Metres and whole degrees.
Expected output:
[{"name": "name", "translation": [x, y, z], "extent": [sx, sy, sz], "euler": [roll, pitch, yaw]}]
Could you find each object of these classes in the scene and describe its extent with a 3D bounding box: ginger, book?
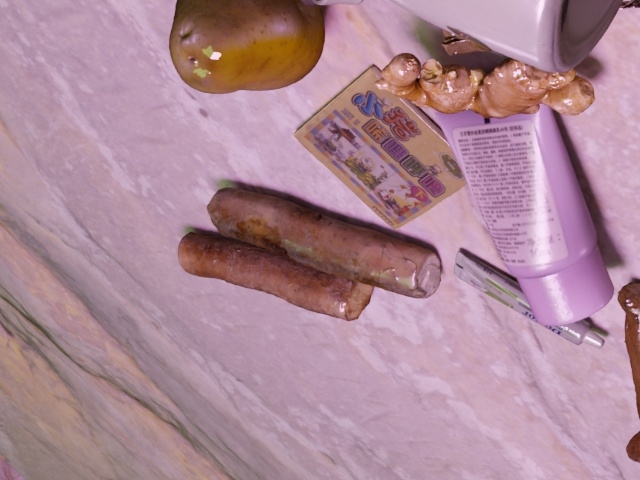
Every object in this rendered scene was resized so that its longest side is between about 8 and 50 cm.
[{"name": "ginger", "translation": [0.153, -0.151, 1.419], "extent": [0.193, 0.052, 0.176], "euler": [15, 174, -7]}, {"name": "book", "translation": [0.072, -0.099, 1.646], "extent": [0.168, 0.013, 0.192], "euler": [43, 148, -8]}]

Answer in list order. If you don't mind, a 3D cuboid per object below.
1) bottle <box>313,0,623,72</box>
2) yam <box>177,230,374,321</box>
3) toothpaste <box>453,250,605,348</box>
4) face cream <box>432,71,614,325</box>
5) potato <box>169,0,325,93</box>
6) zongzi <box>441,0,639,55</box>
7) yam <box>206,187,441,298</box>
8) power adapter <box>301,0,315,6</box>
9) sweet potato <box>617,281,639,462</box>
[{"name": "bottle", "translation": [0.077, -0.289, 1.196], "extent": [0.352, 0.229, 0.229], "euler": [26, 147, 19]}, {"name": "yam", "translation": [-0.067, 0.042, 1.924], "extent": [0.300, 0.066, 0.066], "euler": [15, 142, 34]}, {"name": "toothpaste", "translation": [0.238, 0.072, 1.687], "extent": [0.197, 0.029, 0.048], "euler": [30, 147, 18]}, {"name": "face cream", "translation": [0.212, -0.048, 1.516], "extent": [0.154, 0.096, 0.274], "euler": [-4, 117, 51]}, {"name": "potato", "translation": [-0.083, -0.214, 1.488], "extent": [0.157, 0.194, 0.157], "euler": [13, 121, 23]}, {"name": "zongzi", "translation": [0.174, -0.259, 1.296], "extent": [0.189, 0.081, 0.178], "euler": [-2, 115, 36]}, {"name": "yam", "translation": [0.000, 0.000, 1.796], "extent": [0.317, 0.071, 0.067], "euler": [18, 180, 28]}, {"name": "power adapter", "translation": [-0.056, -0.313, 1.386], "extent": [0.205, 0.130, 0.125], "euler": [44, 148, -12]}, {"name": "sweet potato", "translation": [0.374, 0.169, 1.623], "extent": [0.112, 0.085, 0.286], "euler": [14, 141, 40]}]
